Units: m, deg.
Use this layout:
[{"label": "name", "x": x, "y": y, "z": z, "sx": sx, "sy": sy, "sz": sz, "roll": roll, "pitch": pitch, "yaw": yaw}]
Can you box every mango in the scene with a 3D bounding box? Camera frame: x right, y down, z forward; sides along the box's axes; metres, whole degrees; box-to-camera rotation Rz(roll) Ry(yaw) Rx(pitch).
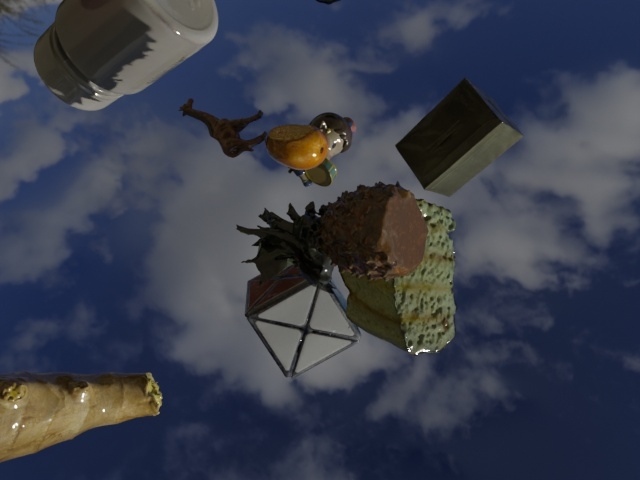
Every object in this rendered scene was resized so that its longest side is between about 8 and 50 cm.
[{"label": "mango", "x": -0.066, "y": -0.221, "z": 1.173, "sx": 0.141, "sy": 0.102, "sz": 0.217, "roll": -18, "pitch": -156, "yaw": -24}]

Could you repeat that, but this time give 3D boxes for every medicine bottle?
[{"label": "medicine bottle", "x": -0.386, "y": -0.403, "z": 0.957, "sx": 0.339, "sy": 0.208, "sz": 0.208, "roll": -18, "pitch": -136, "yaw": 32}]

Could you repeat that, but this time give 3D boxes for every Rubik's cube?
[{"label": "Rubik's cube", "x": -0.055, "y": 0.206, "z": 1.474, "sx": 0.254, "sy": 0.260, "sz": 0.259, "roll": -28, "pitch": -158, "yaw": 4}]

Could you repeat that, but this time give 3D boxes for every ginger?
[{"label": "ginger", "x": -0.457, "y": 0.301, "z": 0.798, "sx": 0.236, "sy": 0.375, "sz": 0.166, "roll": -48, "pitch": -134, "yaw": 14}]

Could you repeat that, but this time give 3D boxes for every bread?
[{"label": "bread", "x": 0.183, "y": 0.094, "z": 1.282, "sx": 0.264, "sy": 0.239, "sz": 0.396, "roll": -13, "pitch": -108, "yaw": 50}]

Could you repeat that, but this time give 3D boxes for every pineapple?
[{"label": "pineapple", "x": 0.002, "y": 0.003, "z": 0.837, "sx": 0.364, "sy": 0.165, "sz": 0.166, "roll": -9, "pitch": -136, "yaw": 44}]

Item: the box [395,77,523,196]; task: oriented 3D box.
[{"label": "box", "x": 0.329, "y": -0.240, "z": 1.190, "sx": 0.231, "sy": 0.155, "sz": 0.149, "roll": -44, "pitch": -119, "yaw": 30}]

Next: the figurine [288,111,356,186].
[{"label": "figurine", "x": 0.018, "y": -0.296, "z": 1.522, "sx": 0.158, "sy": 0.161, "sz": 0.276, "roll": 29, "pitch": -114, "yaw": 3}]

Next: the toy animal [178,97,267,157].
[{"label": "toy animal", "x": -0.270, "y": -0.319, "z": 1.351, "sx": 0.229, "sy": 0.066, "sz": 0.224, "roll": -14, "pitch": -110, "yaw": 7}]

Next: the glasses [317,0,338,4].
[{"label": "glasses", "x": 0.039, "y": -0.466, "z": 0.821, "sx": 0.239, "sy": 0.102, "sz": 0.206, "roll": 11, "pitch": -162, "yaw": 41}]
